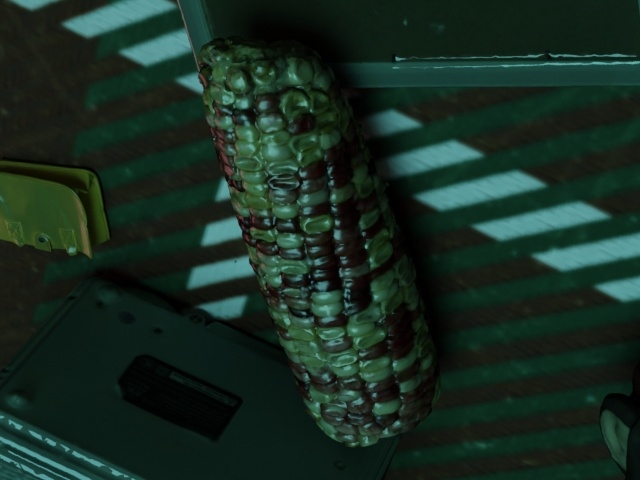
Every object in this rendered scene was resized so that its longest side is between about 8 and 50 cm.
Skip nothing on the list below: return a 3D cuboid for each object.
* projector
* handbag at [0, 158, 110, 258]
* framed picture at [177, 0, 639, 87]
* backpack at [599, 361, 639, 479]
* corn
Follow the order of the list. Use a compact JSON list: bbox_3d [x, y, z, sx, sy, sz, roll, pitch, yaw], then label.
[{"bbox_3d":[-0.091,0.140,1.016,0.257,0.192,0.099,24,125,8],"label":"projector"},{"bbox_3d":[-0.190,-0.023,1.053,0.083,0.027,0.061,8,126,23],"label":"handbag"},{"bbox_3d":[0.039,-0.186,0.832,0.296,0.019,0.232,3,127,24],"label":"framed picture"},{"bbox_3d":[0.277,0.108,0.860,0.229,0.139,0.229,26,134,31],"label":"backpack"},{"bbox_3d":[0.000,0.000,0.930,0.098,0.098,0.289,-4,122,27],"label":"corn"}]
